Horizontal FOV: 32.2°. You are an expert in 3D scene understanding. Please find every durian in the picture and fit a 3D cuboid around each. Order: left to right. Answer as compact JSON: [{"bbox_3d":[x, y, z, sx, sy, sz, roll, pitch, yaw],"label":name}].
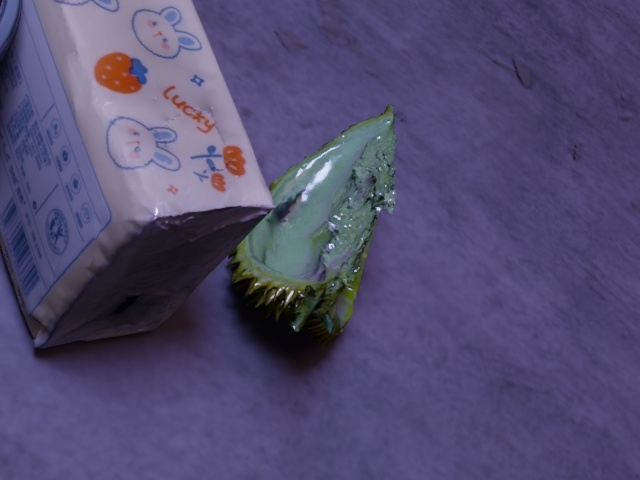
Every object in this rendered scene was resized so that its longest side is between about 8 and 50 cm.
[{"bbox_3d":[0.000,0.000,0.659,0.086,0.100,0.215,31,42,-10],"label":"durian"}]

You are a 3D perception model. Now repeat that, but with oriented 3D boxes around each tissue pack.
[{"bbox_3d":[-0.119,-0.063,0.589,0.092,0.148,0.196,-7,66,-41],"label":"tissue pack"}]

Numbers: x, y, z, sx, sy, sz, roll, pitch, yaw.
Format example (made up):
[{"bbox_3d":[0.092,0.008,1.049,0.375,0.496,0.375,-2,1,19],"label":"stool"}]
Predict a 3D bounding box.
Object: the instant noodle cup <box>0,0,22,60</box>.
[{"bbox_3d":[-0.248,-0.102,0.540,0.177,0.125,0.208,47,51,4],"label":"instant noodle cup"}]
